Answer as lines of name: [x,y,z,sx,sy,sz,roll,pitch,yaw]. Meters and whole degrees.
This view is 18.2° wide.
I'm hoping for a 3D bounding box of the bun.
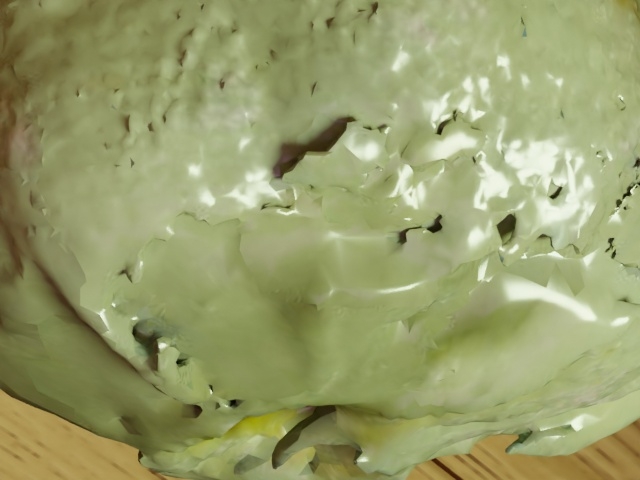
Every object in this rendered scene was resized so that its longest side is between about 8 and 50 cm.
bun: [0.000,0.000,0.561,0.239,0.141,0.239,1,160,0]
